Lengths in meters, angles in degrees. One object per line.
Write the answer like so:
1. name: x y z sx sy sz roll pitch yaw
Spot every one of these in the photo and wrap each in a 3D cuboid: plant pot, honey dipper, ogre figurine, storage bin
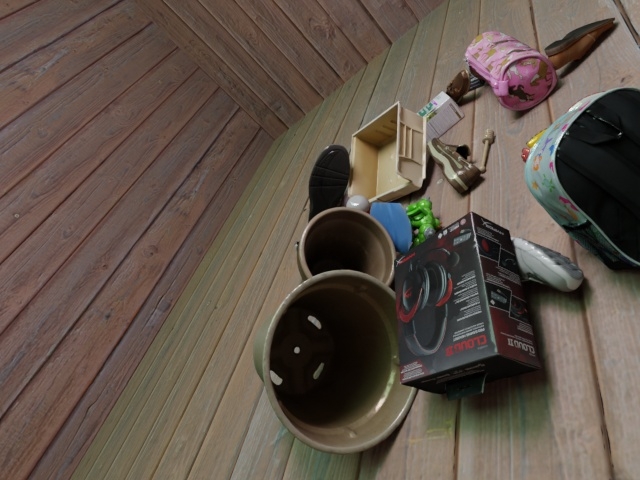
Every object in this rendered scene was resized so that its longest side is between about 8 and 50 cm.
1. plant pot: 0.047 0.072 1.159 0.263 0.262 0.229 -60 1 -26
2. honey dipper: 0.467 -0.253 1.192 0.030 0.030 0.161 -21 37 47
3. ogre figurine: 0.258 -0.037 1.139 0.118 0.096 0.197 -43 9 42
4. storage bin: 0.218 -0.270 1.409 0.262 0.123 0.261 -21 60 58
5. plant pot: -0.008 0.248 0.926 0.334 0.333 0.305 -58 15 -22

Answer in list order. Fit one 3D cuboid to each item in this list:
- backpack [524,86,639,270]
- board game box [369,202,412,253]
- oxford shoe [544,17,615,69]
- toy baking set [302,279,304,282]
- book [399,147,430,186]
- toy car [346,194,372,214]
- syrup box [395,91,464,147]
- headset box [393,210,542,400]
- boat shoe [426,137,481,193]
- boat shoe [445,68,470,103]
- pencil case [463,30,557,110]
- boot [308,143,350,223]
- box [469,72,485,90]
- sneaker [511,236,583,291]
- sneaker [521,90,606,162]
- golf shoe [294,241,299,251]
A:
1. backpack: 0.468 -0.102 0.675 0.225 0.253 0.191 -49 3 1
2. board game box: 0.196 -0.039 1.119 0.033 0.133 0.168 -18 14 -27
3. oxford shoe: 0.719 -0.544 1.165 0.212 0.076 0.076 -32 22 -2
4. toy baking set: 0.015 0.086 1.452 0.196 0.030 0.256 -12 42 54
5. book: 0.319 -0.243 1.432 0.096 0.035 0.144 -29 29 46
6. toy car: 0.133 -0.040 1.335 0.136 0.159 0.182 25 70 28
7. syrup box: 0.378 -0.407 1.503 0.236 0.096 0.093 -40 26 20
8. headset box: 0.247 0.132 0.761 0.218 0.110 0.294 -40 38 47
9. boat shoe: 0.392 -0.237 1.221 0.095 0.095 0.258 -41 36 24
10. boat shoe: 0.475 -0.530 1.475 0.060 0.064 0.178 -17 -11 -2
11. pencil case: 0.565 -0.527 1.286 0.167 0.160 0.386 -41 24 26
12. boot: 0.030 -0.214 1.608 0.284 0.138 0.378 -83 0 -61
13. box: 0.579 -0.617 1.565 0.162 0.029 0.116 -56 23 -20
14. sneaker: 0.377 0.052 0.825 0.116 0.105 0.281 -70 20 8
15. sneaker: 0.570 -0.232 0.935 0.225 0.088 0.093 -42 44 14
16. golf shoe: 0.000 0.000 1.475 0.198 0.094 0.077 -32 25 11
